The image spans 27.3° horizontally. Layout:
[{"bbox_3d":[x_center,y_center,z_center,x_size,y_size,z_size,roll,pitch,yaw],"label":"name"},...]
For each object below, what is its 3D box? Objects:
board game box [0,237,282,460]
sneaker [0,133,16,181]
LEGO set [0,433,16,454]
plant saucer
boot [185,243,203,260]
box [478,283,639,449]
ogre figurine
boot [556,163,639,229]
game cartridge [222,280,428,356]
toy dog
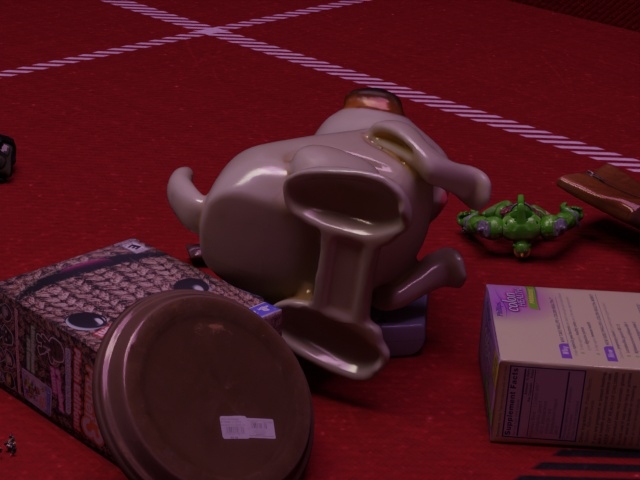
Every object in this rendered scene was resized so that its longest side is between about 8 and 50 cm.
[{"bbox_3d":[-0.230,0.132,1.636,0.291,0.141,0.232,23,31,38],"label":"board game box"},{"bbox_3d":[-0.621,-0.144,2.284,0.130,0.087,0.227,14,20,38],"label":"sneaker"},{"bbox_3d":[-0.395,0.241,1.528,0.083,0.023,0.054,14,25,-7],"label":"LEGO set"},{"bbox_3d":[-0.118,0.174,1.460,0.278,0.041,0.278,19,54,-27],"label":"plant saucer"},{"bbox_3d":[-0.151,0.026,2.012,0.114,0.037,0.106,5,11,-4],"label":"boot"},{"bbox_3d":[0.331,0.158,1.671,0.243,0.117,0.213,4,24,0],"label":"box"},{"bbox_3d":[0.320,-0.029,2.122,0.197,0.097,0.118,17,14,5],"label":"ogre figurine"},{"bbox_3d":[0.498,-0.042,2.095,0.280,0.096,0.264,36,37,31],"label":"boot"},{"bbox_3d":[0.002,0.095,1.859,0.297,0.062,0.198,5,28,5],"label":"game cartridge"},{"bbox_3d":[0.032,-0.041,1.788,0.395,0.285,0.408,10,26,23],"label":"toy dog"}]
